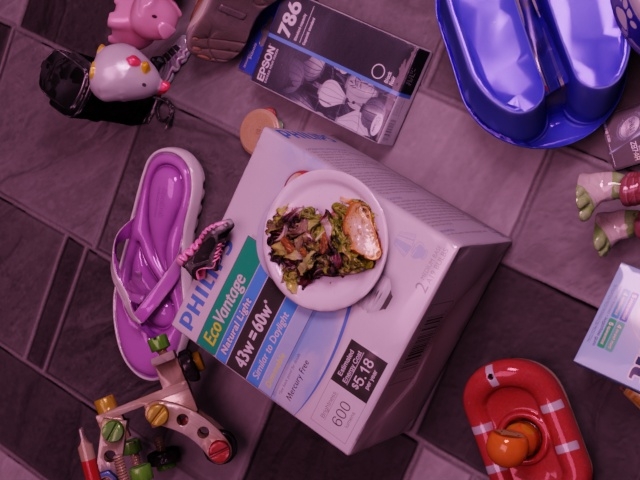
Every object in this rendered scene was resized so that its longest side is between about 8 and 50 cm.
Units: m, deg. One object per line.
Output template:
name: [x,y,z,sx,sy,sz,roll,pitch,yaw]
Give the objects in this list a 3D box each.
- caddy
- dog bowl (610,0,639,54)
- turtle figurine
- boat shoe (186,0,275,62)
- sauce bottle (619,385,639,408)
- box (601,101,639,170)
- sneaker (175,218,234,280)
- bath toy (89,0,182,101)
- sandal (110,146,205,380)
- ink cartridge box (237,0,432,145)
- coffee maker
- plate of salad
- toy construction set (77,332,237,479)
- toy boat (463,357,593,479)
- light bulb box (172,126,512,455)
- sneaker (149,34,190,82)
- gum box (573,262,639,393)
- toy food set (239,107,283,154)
caddy: [0.296,-0.300,1.558,0.241,0.179,0.341,-17,81,6]
dog bowl: [0.509,-0.338,1.409,0.265,0.104,0.264,0,81,-1]
turtle figurine: [0.480,-0.019,1.441,0.266,0.198,0.274,-8,82,29]
boat shoe: [-0.124,-0.431,1.791,0.324,0.123,0.116,-42,37,38]
sauce bottle: [0.474,0.235,1.535,0.128,0.042,0.042,43,110,22]
box: [0.438,-0.147,1.565,0.067,0.018,0.083,-17,82,29]
sneaker: [-0.160,0.015,1.635,0.119,0.047,0.057,-44,76,31]
bath toy: [-0.281,-0.380,1.838,0.129,0.151,0.348,14,67,-3]
sandal: [-0.306,0.040,1.935,0.169,0.102,0.416,10,96,30]
ink cartridge box: [0.003,-0.292,1.785,0.333,0.065,0.165,28,104,27]
coffee maker: [-0.371,-0.264,1.927,0.171,0.178,0.120,10,96,29]
plate of salad: [0.000,0.000,1.539,0.200,0.048,0.199,0,90,28]
toy construction set: [-0.299,0.289,1.813,0.258,0.309,0.237,-14,91,20]
toy boat: [0.282,0.283,1.579,0.151,0.151,0.231,-25,79,27]
light bulb box: [0.028,0.065,1.679,0.361,0.225,0.357,32,105,24]
sneaker: [-0.269,-0.317,1.932,0.038,0.069,0.098,38,108,23]
gum box: [0.466,0.137,1.515,0.184,0.041,0.156,25,85,26]
toy food set: [-0.099,-0.183,1.865,0.083,0.020,0.082,2,91,30]
